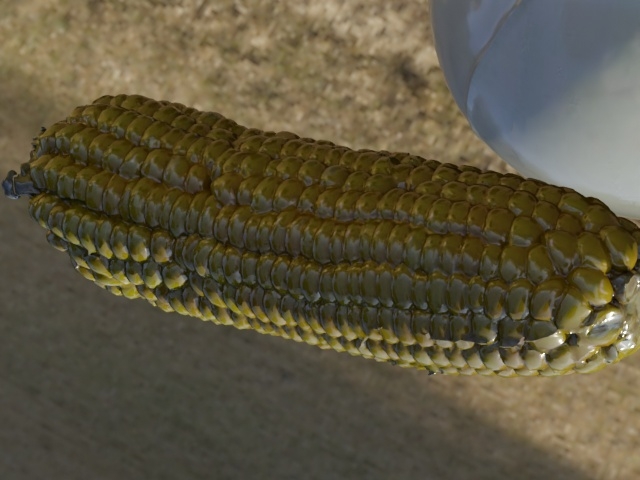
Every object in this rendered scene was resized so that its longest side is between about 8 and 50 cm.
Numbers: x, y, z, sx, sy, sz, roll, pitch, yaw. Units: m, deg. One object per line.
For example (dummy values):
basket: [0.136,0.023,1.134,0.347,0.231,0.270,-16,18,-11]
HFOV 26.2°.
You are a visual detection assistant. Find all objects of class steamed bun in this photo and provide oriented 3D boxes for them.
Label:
steamed bun: [0.257,-0.171,0.915,0.334,0.374,0.334,36,134,50]

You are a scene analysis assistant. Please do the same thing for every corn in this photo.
corn: [0.001,0.003,0.618,0.313,0.102,0.102,15,157,29]
